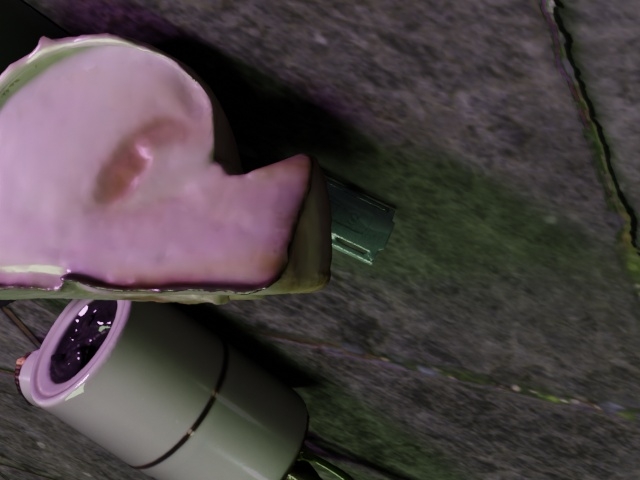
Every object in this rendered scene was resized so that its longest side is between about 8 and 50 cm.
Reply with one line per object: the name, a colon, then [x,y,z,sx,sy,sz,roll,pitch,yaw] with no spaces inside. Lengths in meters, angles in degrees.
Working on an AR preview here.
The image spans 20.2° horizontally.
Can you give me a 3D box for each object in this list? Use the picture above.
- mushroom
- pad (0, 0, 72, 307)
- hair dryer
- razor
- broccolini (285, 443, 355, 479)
mushroom: [-0.104,-0.040,1.107,0.236,0.162,0.173,0,-179,12]
pad: [-0.217,-0.061,1.276,0.315,0.063,0.375,37,143,-23]
hair dryer: [-0.183,0.126,1.545,0.203,0.128,0.362,37,162,-27]
razor: [0.000,0.000,1.183,0.068,0.040,0.135,27,161,-4]
broccolini: [0.061,0.220,1.582,0.392,0.078,0.074,11,144,12]
